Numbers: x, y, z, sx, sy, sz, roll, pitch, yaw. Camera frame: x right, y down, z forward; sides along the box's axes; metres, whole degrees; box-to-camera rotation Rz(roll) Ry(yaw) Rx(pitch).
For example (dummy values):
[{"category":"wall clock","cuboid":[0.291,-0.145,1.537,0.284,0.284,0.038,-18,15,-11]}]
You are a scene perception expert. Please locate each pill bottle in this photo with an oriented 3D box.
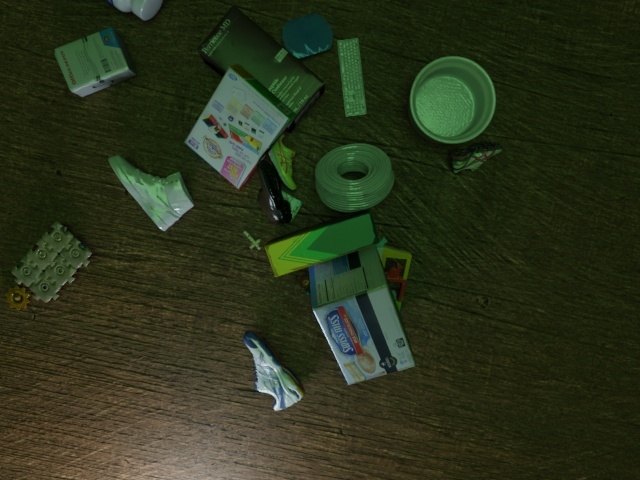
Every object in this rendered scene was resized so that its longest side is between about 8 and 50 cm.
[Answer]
[{"category":"pill bottle","cuboid":[-0.646,-0.832,1.672,0.272,0.152,0.152,37,91,-3]}]

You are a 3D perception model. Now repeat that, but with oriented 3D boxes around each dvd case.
[{"category":"dvd case","cuboid":[-0.131,-0.122,1.789,0.119,0.013,0.087,30,92,-4]}]

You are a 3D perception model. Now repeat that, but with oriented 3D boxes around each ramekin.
[{"category":"ramekin","cuboid":[0.419,-0.449,1.727,0.277,0.135,0.277,0,93,-2]}]

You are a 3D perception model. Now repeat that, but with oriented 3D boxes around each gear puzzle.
[{"category":"gear puzzle","cuboid":[-0.926,0.108,1.769,0.175,0.044,0.339,43,94,-5]}]

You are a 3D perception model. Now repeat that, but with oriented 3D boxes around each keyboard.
[{"category":"keyboard","cuboid":[0.106,-0.551,1.774,0.072,0.014,0.256,-7,93,-1]}]

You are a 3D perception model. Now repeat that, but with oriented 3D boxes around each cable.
[{"category":"cable","cuboid":[0.109,-0.205,1.690,0.257,0.089,0.257,-6,49,2]}]

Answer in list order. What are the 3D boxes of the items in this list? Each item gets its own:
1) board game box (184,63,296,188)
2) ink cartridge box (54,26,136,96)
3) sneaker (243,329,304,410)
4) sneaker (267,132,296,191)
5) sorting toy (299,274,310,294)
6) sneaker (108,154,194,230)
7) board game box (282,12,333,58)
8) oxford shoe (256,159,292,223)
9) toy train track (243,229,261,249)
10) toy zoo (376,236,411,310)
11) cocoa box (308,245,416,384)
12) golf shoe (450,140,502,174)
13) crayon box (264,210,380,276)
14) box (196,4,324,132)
[{"category":"board game box","cuboid":[-0.263,-0.357,1.673,0.242,0.064,0.316,41,122,-3]},{"category":"ink cartridge box","cuboid":[-0.733,-0.581,1.714,0.203,0.086,0.148,-21,93,0]},{"category":"sneaker","cuboid":[-0.185,0.444,1.766,0.131,0.112,0.296,-37,92,1]},{"category":"sneaker","cuboid":[-0.117,-0.266,1.750,0.094,0.081,0.208,-24,94,-6]},{"category":"sorting toy","cuboid":[-0.031,0.161,1.790,0.102,0.042,0.061,34,91,-3]},{"category":"sneaker","cuboid":[-0.547,-0.196,1.735,0.169,0.108,0.292,-38,103,-1]},{"category":"board game box","cuboid":[-0.044,-0.680,1.756,0.169,0.033,0.133,-19,88,-6]},{"category":"oxford shoe","cuboid":[-0.175,-0.153,1.711,0.096,0.083,0.227,-2,118,28]},{"category":"toy train track","cuboid":[-0.235,-0.002,1.791,0.048,0.014,0.083,-41,93,0]},{"category":"toy zoo","cuboid":[0.190,0.124,1.744,0.192,0.030,0.293,6,116,-2]},{"category":"cocoa box","cuboid":[0.126,0.231,1.632,0.228,0.231,0.347,-19,122,7]},{"category":"golf shoe","cuboid":[0.528,-0.283,1.781,0.186,0.067,0.086,-16,125,-5]},{"category":"crayon box","cuboid":[0.000,0.000,1.623,0.313,0.363,0.106,-17,93,-1]},{"category":"box","cuboid":[-0.187,-0.551,1.706,0.381,0.143,0.191,39,92,-1]}]
